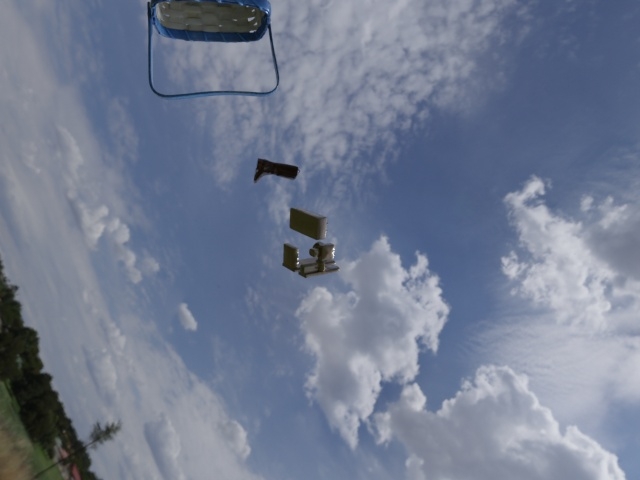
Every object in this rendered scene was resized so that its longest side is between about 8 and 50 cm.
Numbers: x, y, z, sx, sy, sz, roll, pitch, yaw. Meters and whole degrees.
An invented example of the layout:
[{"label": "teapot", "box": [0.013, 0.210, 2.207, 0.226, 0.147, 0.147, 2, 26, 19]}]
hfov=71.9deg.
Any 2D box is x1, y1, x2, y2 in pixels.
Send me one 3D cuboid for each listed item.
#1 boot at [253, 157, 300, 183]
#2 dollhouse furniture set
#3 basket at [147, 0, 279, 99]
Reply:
[{"label": "boot", "box": [-0.114, -0.170, 1.149, 0.106, 0.114, 0.037, 128, -32, -65]}, {"label": "dollhouse furniture set", "box": [0.000, 0.000, 1.046, 0.144, 0.123, 0.152, 24, -64, 51]}, {"label": "basket", "box": [-0.221, -0.431, 0.877, 0.201, 0.254, 0.289, -152, -124, -74]}]
